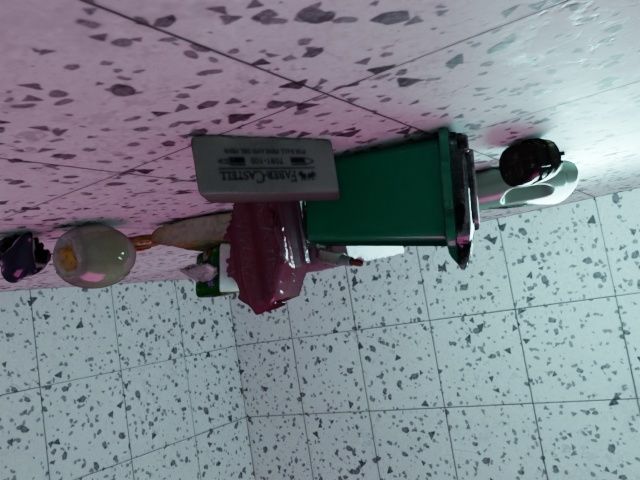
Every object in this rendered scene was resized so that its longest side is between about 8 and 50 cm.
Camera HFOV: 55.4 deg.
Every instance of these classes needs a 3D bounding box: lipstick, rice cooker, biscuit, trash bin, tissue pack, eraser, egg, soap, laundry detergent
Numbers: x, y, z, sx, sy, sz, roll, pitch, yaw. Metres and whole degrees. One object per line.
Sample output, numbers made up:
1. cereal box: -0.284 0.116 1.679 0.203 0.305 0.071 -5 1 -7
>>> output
1. lipstick: 0.052 0.046 1.431 0.129 0.030 0.030 11 -177 42
2. rice cooker: 0.525 -0.195 1.527 0.106 0.112 0.165 -12 178 -30
3. biscuit: -0.640 0.017 2.122 0.158 0.035 0.240 -6 173 -8
4. trash bin: 0.163 -0.073 1.387 0.381 0.295 0.259 -5 175 15
5. tissue pack: -0.332 0.097 1.899 0.156 0.148 0.209 2 170 -32
6. eraser: 0.026 0.024 1.816 0.359 0.123 0.272 -13 176 43
7. egg: -0.620 0.044 1.707 0.183 0.183 0.217 -13 173 32
8. eraser: -0.092 -0.136 1.173 0.352 0.111 0.077 -4 170 -36
9. soap: -0.139 0.024 1.578 0.220 0.325 0.127 -18 166 43
10. laundry detergent: 0.545 -0.160 1.856 0.397 0.125 0.264 -7 175 -3
11. biscuit: -0.242 -0.028 1.977 0.429 0.104 0.446 -10 171 19

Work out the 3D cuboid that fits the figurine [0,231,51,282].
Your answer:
1. figurine: -0.832 0.049 1.686 0.145 0.145 0.222 -6 175 -24
